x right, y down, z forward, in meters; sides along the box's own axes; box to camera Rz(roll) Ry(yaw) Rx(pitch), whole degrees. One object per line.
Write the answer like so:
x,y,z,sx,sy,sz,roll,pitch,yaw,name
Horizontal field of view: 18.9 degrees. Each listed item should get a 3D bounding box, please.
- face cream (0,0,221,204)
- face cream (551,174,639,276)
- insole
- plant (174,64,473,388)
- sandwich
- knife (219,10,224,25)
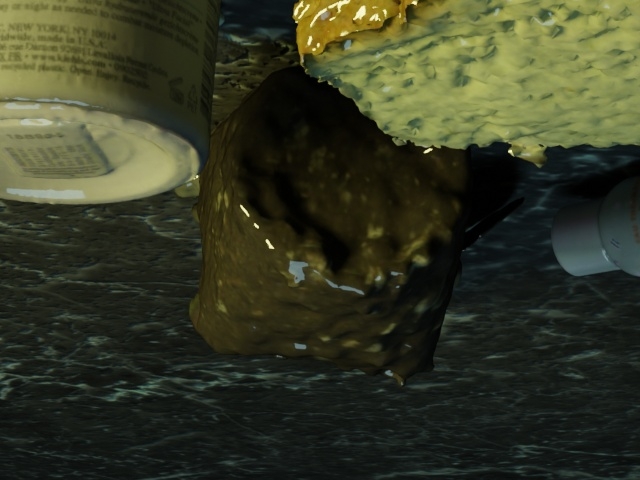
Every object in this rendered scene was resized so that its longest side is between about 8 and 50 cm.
-0.145,-0.114,1.062,0.177,0.153,0.177,3,163,1,face cream
0.292,-0.021,1.410,0.269,0.082,0.082,-13,157,37,face cream
0.094,0.017,1.558,0.111,0.007,0.328,-37,179,-19,insole
0.000,0.000,1.335,0.198,0.188,0.276,6,161,-8,plant
0.143,-0.145,0.972,0.262,0.131,0.325,13,157,-34,sandwich
-0.150,-0.127,1.243,0.210,0.015,0.028,-9,166,32,knife
